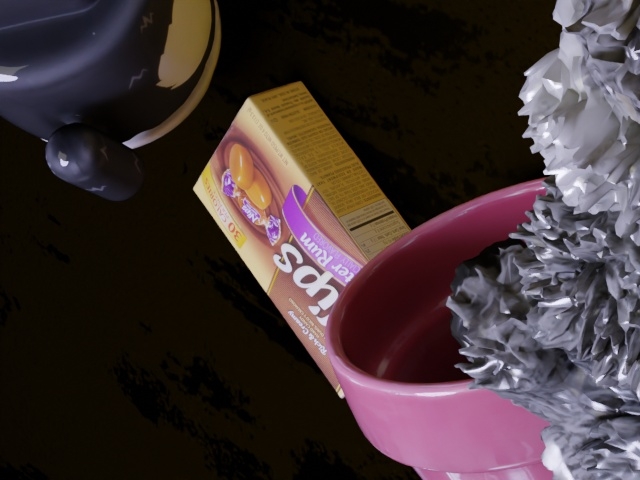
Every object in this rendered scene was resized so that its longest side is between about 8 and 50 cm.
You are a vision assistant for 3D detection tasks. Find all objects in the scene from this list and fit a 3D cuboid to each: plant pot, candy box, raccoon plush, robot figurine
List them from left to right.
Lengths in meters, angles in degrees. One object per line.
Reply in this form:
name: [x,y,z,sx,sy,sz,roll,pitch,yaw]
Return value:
robot figurine: [-0.158,-0.154,0.877,0.173,0.209,0.278,28,175,13]
candy box: [0.000,0.000,0.932,0.187,0.053,0.109,55,140,15]
plant pot: [0.127,0.089,0.738,0.201,0.201,0.180,2,126,48]
raccoon plush: [0.227,0.047,0.457,0.446,0.216,0.299,46,169,11]
